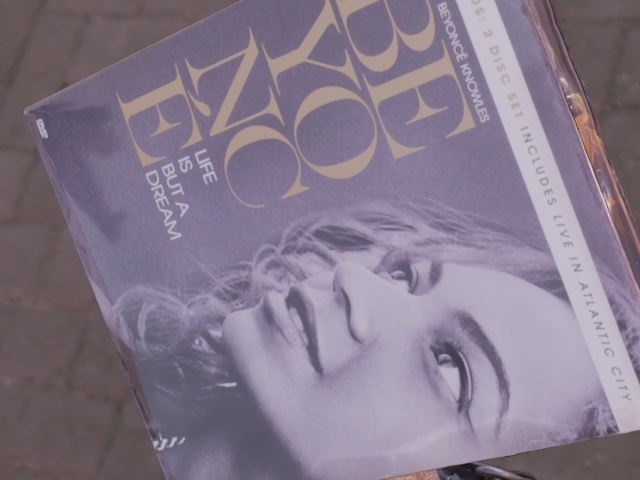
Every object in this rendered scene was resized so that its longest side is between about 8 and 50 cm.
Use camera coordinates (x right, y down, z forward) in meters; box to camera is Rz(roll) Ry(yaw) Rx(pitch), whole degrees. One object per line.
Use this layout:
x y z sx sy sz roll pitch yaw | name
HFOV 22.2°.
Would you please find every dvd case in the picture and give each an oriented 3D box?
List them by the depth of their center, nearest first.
0.000 0.000 0.535 0.221 0.018 0.164 -19 93 41 | dvd case

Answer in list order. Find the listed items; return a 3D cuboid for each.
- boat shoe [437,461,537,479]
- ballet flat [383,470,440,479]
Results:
0.139 0.256 1.320 0.156 0.187 0.500 -38 46 1 | boat shoe
-0.003 0.082 0.863 0.107 0.106 0.316 -53 22 13 | ballet flat
